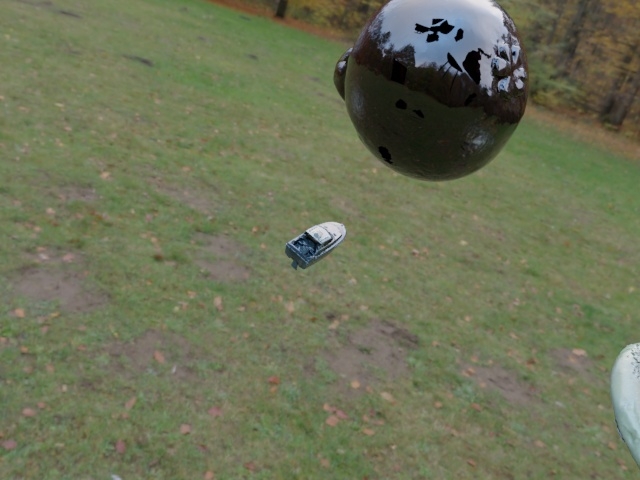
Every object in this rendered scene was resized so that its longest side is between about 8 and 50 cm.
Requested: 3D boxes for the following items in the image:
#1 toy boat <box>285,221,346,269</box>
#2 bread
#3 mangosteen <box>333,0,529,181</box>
[{"bbox_3d":[0.000,0.000,1.107,0.055,0.060,0.141,41,41,16],"label":"toy boat"},{"bbox_3d":[0.514,0.267,0.895,0.267,0.040,0.267,18,52,-25],"label":"bread"},{"bbox_3d":[0.159,-0.245,0.971,0.313,0.296,0.297,31,23,30],"label":"mangosteen"}]
